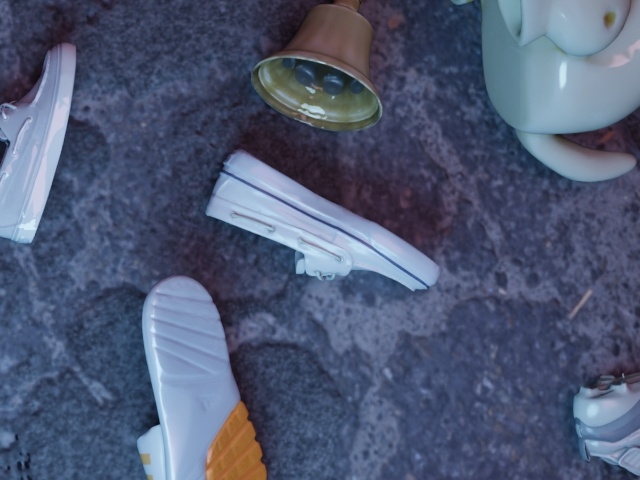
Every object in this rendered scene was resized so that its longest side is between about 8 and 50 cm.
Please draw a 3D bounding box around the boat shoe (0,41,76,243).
[{"bbox_3d":[-0.263,-0.092,1.327,0.063,0.066,0.184,15,90,-14],"label":"boat shoe"}]

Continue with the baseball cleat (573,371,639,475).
[{"bbox_3d":[0.342,0.169,1.462,0.205,0.072,0.110,-10,101,-12],"label":"baseball cleat"}]

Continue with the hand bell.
[{"bbox_3d":[0.031,-0.237,1.410,0.126,0.126,0.242,23,67,-11],"label":"hand bell"}]

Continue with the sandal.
[{"bbox_3d":[-0.117,0.158,1.326,0.102,0.076,0.265,-15,100,-37],"label":"sandal"}]

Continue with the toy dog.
[{"bbox_3d":[0.340,-0.270,1.373,0.407,0.284,0.396,-20,104,-6],"label":"toy dog"}]

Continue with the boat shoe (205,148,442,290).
[{"bbox_3d":[0.000,0.000,1.383,0.226,0.083,0.076,29,89,1],"label":"boat shoe"}]
